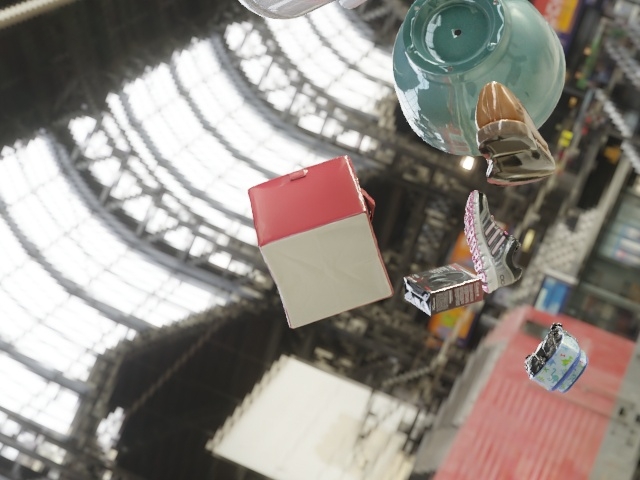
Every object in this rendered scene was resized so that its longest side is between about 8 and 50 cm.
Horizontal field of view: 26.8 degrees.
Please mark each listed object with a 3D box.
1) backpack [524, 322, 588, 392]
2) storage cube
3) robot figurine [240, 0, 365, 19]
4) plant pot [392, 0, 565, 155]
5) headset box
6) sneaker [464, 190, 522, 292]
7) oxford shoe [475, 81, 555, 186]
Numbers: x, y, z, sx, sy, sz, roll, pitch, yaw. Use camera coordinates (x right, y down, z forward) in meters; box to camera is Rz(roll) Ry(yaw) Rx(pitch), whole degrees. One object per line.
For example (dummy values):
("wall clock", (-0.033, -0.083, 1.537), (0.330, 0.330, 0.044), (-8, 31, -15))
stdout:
("backpack", (0.418, 0.215, 2.356), (0.105, 0.084, 0.114), (-54, 1, 12))
("storage cube", (0.000, 0.000, 2.265), (0.193, 0.215, 0.184), (-105, -3, -57))
("robot figurine", (-0.033, -0.473, 2.177), (0.353, 0.300, 0.200), (-9, 54, 62))
("plant pot", (0.244, -0.313, 2.224), (0.293, 0.293, 0.196), (-66, -26, -10))
("headset box", (0.153, 0.058, 1.630), (0.083, 0.062, 0.032), (-15, -65, -22))
("sneaker", (0.279, -0.001, 2.148), (0.063, 0.074, 0.170), (105, 156, -67))
("oxford shoe", (0.208, -0.111, 1.443), (0.212, 0.076, 0.076), (51, -150, -69))
